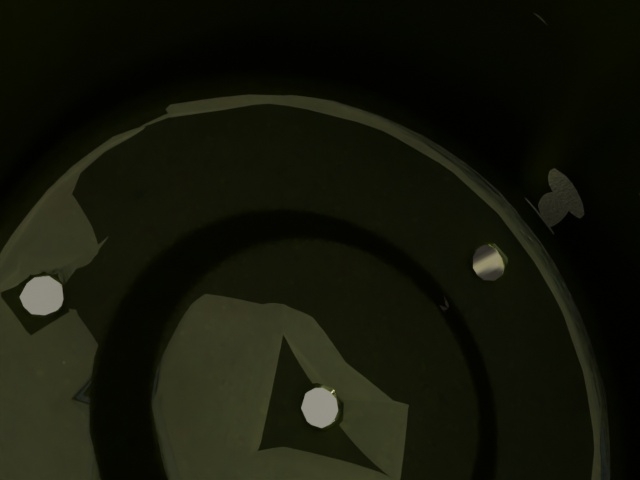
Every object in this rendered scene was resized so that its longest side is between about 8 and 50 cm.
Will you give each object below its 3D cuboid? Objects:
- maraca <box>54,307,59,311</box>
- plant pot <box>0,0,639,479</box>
[{"bbox_3d":[-0.170,0.141,1.066,0.186,0.127,0.099,56,-174,8],"label":"maraca"},{"bbox_3d":[0.058,0.005,0.285,0.367,0.366,0.353,62,151,6],"label":"plant pot"}]
